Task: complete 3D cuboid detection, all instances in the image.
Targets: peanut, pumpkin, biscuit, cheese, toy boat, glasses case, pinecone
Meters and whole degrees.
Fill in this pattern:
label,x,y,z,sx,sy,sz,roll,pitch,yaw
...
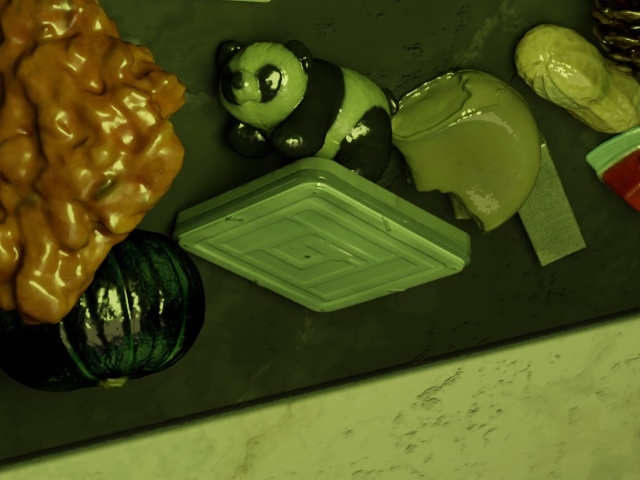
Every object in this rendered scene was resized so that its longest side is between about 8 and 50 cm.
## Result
label,x,y,z,sx,sy,sz,roll,pitch,yaw
peanut,0.327,-0.197,1.559,0.214,0.098,0.090,23,86,-38
pumpkin,-0.258,0.046,1.402,0.248,0.248,0.248,-12,127,-17
biscuit,-0.297,-0.101,1.230,0.312,0.318,0.110,-50,164,14
cheese,0.185,-0.102,1.536,0.175,0.091,0.202,-25,119,8
toy boat,0.524,-0.119,1.696,0.331,0.133,0.145,-9,132,-6
glasses case,0.291,-0.057,1.673,0.070,0.047,0.205,-25,131,7
pinecone,0.400,-0.291,1.478,0.179,0.184,0.205,-19,100,4

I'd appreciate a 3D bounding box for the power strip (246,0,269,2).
label,x,y,z,sx,sy,sz,roll,pitch,yaw
power strip,-0.126,-0.294,1.318,0.192,0.035,0.081,-1,123,-25

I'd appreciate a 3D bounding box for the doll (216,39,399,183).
label,x,y,z,sx,sy,sz,roll,pitch,yaw
doll,-0.018,-0.142,1.418,0.234,0.143,0.135,18,82,-35

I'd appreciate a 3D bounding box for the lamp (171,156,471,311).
label,x,y,z,sx,sy,sz,roll,pitch,yaw
lamp,0.000,0.000,1.483,0.266,0.047,0.269,27,148,-35
